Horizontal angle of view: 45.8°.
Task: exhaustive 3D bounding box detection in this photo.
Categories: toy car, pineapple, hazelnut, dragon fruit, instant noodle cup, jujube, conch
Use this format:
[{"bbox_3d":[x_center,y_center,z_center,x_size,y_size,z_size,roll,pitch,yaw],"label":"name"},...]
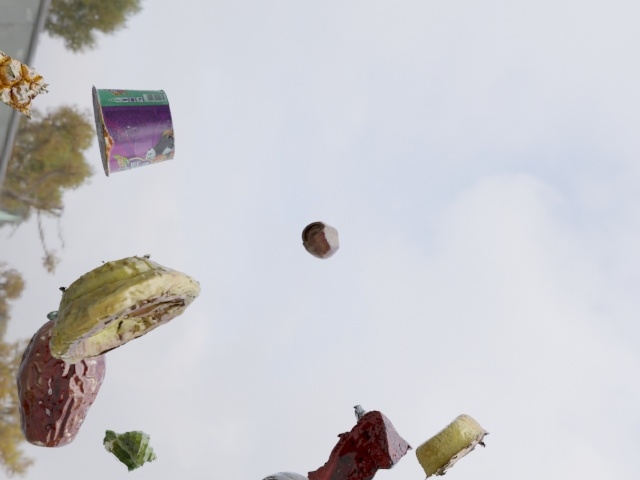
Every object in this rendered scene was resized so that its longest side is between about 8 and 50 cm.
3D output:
[{"bbox_3d":[0.095,0.394,1.692,0.093,0.025,0.041,-168,-116,-78],"label":"toy car"},{"bbox_3d":[-0.570,-0.281,1.220,0.135,0.233,0.079,72,37,-72],"label":"pineapple"},{"bbox_3d":[0.000,0.000,1.642,0.086,0.086,0.086,-27,-122,57],"label":"hazelnut"},{"bbox_3d":[0.071,0.406,1.333,0.192,0.092,0.122,-40,-142,7],"label":"dragon fruit"},{"bbox_3d":[-0.510,-0.308,2.077,0.251,0.190,0.251,171,-90,-71],"label":"instant noodle cup"},{"bbox_3d":[-0.594,0.322,1.732,0.197,0.197,0.290,4,-97,63],"label":"jujube"},{"bbox_3d":[-0.390,0.429,1.552,0.074,0.121,0.089,-79,-170,-85],"label":"conch"}]

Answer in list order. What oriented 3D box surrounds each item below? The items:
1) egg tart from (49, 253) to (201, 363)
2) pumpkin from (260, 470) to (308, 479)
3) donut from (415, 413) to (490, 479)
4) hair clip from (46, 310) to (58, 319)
[{"bbox_3d":[-0.352,0.110,1.341,0.290,0.290,0.115,-42,-109,51],"label":"egg tart"},{"bbox_3d":[-0.100,0.812,2.224,0.242,0.325,0.232,25,-59,35],"label":"pumpkin"},{"bbox_3d":[0.251,0.390,1.452,0.146,0.181,0.078,-40,-113,5],"label":"donut"},{"bbox_3d":[-0.446,0.126,1.552,0.066,0.229,0.036,-119,-171,-80],"label":"hair clip"}]
